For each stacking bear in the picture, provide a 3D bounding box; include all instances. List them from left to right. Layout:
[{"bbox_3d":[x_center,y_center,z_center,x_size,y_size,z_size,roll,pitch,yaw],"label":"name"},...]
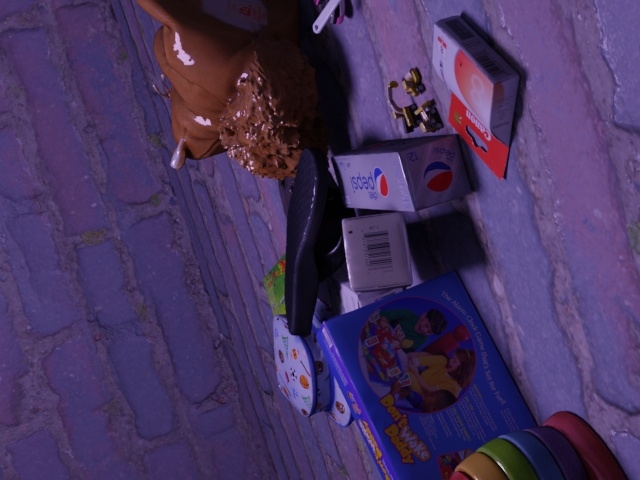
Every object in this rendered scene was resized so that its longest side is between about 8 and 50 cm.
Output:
[{"bbox_3d":[0.239,0.357,1.379,0.164,0.289,0.175,65,163,15],"label":"stacking bear"}]

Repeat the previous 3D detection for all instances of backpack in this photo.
[{"bbox_3d":[0.032,0.238,2.058,0.263,0.213,0.276,30,136,49],"label":"backpack"}]

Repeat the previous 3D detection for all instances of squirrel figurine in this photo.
[{"bbox_3d":[-0.162,-0.253,1.870,0.397,0.281,0.370,49,141,21],"label":"squirrel figurine"}]

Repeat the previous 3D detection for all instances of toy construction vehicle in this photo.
[{"bbox_3d":[0.132,-0.196,1.504,0.098,0.035,0.086,69,163,1],"label":"toy construction vehicle"}]

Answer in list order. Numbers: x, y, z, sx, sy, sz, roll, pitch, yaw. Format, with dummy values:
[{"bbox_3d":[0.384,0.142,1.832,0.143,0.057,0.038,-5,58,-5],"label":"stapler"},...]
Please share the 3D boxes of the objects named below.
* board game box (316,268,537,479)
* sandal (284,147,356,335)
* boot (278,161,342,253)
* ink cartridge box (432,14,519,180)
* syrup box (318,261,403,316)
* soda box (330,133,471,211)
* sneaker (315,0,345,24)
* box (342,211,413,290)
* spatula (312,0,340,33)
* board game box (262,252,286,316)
[{"bbox_3d":[0.173,0.245,1.551,0.347,0.233,0.078,64,162,17],"label":"board game box"},{"bbox_3d":[0.000,-0.001,1.836,0.445,0.107,0.167,98,167,-50],"label":"sandal"},{"bbox_3d":[-0.023,-0.066,2.066,0.229,0.091,0.262,122,136,-70],"label":"boot"},{"bbox_3d":[0.192,-0.179,1.329,0.145,0.045,0.179,56,156,38],"label":"ink cartridge box"},{"bbox_3d":[0.069,0.090,1.928,0.237,0.096,0.093,34,142,61],"label":"syrup box"},{"bbox_3d":[0.115,-0.102,1.559,0.286,0.098,0.091,-171,64,-70],"label":"soda box"},{"bbox_3d":[-0.018,-0.415,1.645,0.170,0.075,0.063,66,163,12],"label":"sneaker"},{"bbox_3d":[0.093,0.024,1.605,0.275,0.094,0.113,22,-119,-85],"label":"box"},{"bbox_3d":[0.012,-0.428,1.523,0.168,0.019,0.242,59,141,13],"label":"spatula"},{"bbox_3d":[-0.074,0.121,2.347,0.043,0.092,0.181,28,-156,-32],"label":"board game box"}]
